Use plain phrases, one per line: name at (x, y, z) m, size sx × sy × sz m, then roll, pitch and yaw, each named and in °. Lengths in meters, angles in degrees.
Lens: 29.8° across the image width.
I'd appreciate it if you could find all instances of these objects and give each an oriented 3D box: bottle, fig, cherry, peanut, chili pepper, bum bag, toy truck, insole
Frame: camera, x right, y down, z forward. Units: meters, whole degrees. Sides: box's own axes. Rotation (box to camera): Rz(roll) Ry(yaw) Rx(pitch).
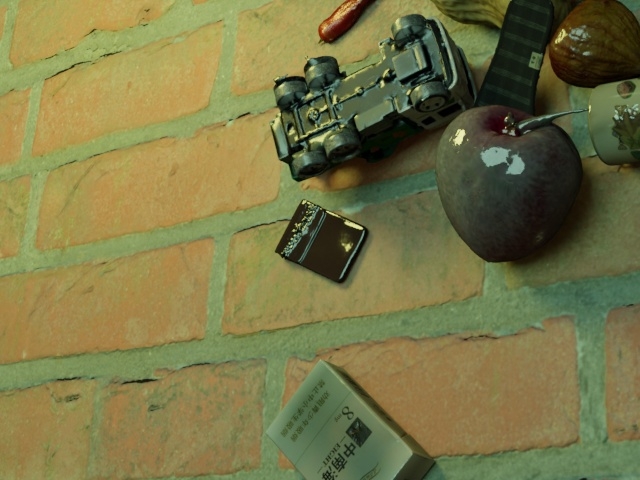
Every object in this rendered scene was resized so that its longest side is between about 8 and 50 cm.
bottle at (0.501, -0.176, 1.636) m, size 0.253 × 0.120 × 0.120 m, roll -8°, pitch 66°, yaw 35°
fig at (0.438, -0.268, 1.731) m, size 0.201 × 0.134 × 0.146 m, roll 23°, pitch 57°, yaw 23°
cherry at (0.268, -0.092, 1.724) m, size 0.213 × 0.183 × 0.266 m, roll 33°, pitch 119°, yaw 38°
peanut at (0.287, -0.402, 1.890) m, size 0.159 × 0.143 × 0.291 m, roll -36°, pitch 38°, yaw -23°
chili pepper at (0.055, -0.410, 2.140) m, size 0.178 × 0.027 × 0.045 m, roll -36°, pitch 52°, yaw 18°
bum bag at (0.000, 0.000, 2.007) m, size 0.159 × 0.026 × 0.109 m, roll 24°, pitch 86°, yaw 41°
toy truck at (0.074, -0.215, 1.940) m, size 0.363 × 0.178 × 0.176 m, roll -26°, pitch 67°, yaw 26°
insole at (0.285, -0.221, 1.797) m, size 0.110 × 0.012 × 0.309 m, roll 26°, pitch 115°, yaw 28°

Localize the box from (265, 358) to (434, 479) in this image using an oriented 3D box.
box at (0.041, 0.312, 1.815) m, size 0.155 × 0.067 × 0.243 m, roll -54°, pitch 49°, yaw 8°
